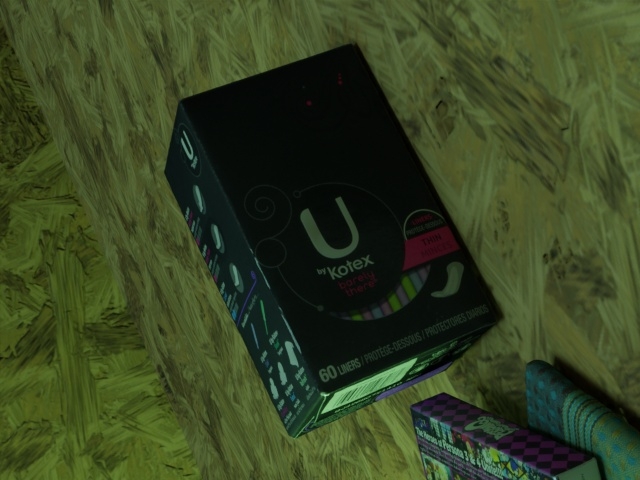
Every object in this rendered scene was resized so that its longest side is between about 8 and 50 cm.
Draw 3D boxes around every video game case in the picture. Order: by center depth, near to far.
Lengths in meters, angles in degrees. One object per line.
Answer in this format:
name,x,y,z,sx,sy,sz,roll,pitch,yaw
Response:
video game case,0.157,0.240,0.976,0.232,0.042,0.210,12,120,68

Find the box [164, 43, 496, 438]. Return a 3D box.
box,0.000,0.000,1.051,0.270,0.165,0.143,63,159,16

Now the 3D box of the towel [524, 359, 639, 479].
towel,0.259,0.270,0.848,0.370,0.040,0.271,43,147,54
